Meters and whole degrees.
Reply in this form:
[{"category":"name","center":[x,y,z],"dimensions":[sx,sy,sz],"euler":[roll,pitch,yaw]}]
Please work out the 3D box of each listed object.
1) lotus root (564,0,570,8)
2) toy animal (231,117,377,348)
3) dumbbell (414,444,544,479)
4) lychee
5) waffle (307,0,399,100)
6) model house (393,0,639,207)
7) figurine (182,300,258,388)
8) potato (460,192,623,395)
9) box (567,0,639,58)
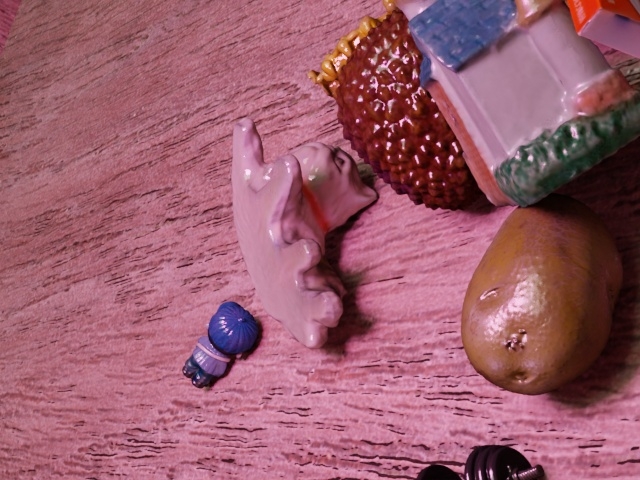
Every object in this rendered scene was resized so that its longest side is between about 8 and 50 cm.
[{"category":"lotus root","center":[0.330,-0.325,1.777],"dimensions":[0.257,0.140,0.154],"euler":[-5,55,60]},{"category":"toy animal","center":[0.000,0.000,2.010],"dimensions":[0.308,0.188,0.266],"euler":[36,118,47]},{"category":"dumbbell","center":[0.166,0.286,1.574],"dimensions":[0.208,0.099,0.099],"euler":[-31,43,39]},{"category":"lychee","center":[0.146,-0.166,1.835],"dimensions":[0.271,0.271,0.271],"euler":[-34,41,36]},{"category":"waffle","center":[0.108,-0.278,1.986],"dimensions":[0.219,0.229,0.057],"euler":[-41,69,21]},{"category":"model house","center":[0.204,-0.218,1.600],"dimensions":[0.194,0.325,0.267],"euler":[-35,3,0]},{"category":"figurine","center":[-0.156,0.157,2.152],"dimensions":[0.086,0.087,0.149],"euler":[49,113,17]},{"category":"potato","center":[0.251,0.051,1.587],"dimensions":[0.174,0.159,0.251],"euler":[4,53,26]},{"category":"box","center":[0.377,-0.286,1.563],"dimensions":[0.048,0.265,0.273],"euler":[-53,31,39]}]
